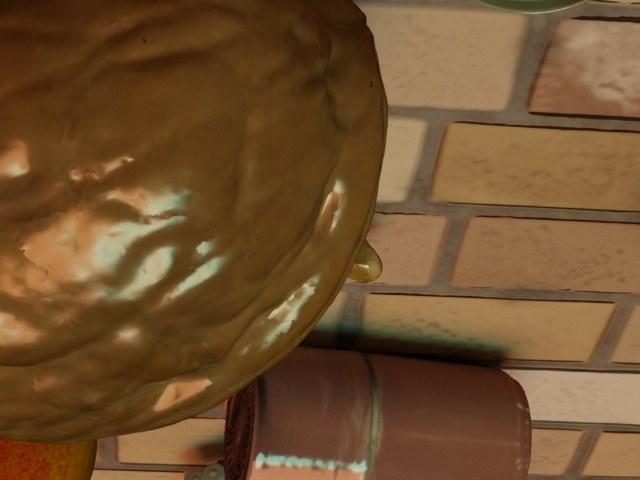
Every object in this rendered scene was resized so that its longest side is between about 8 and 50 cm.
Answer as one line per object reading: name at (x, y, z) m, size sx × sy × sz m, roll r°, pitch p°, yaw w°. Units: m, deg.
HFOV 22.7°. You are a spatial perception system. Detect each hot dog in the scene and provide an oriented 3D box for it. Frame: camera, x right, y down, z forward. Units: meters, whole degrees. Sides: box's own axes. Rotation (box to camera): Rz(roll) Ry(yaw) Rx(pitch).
hot dog at (0.000, 0.000, 1.054) m, size 0.090 × 0.034 × 0.030 m, roll 15°, pitch 158°, yaw 11°

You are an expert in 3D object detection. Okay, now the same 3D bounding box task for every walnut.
walnut at (-0.113, -0.037, 0.803) m, size 0.313 × 0.252 × 0.277 m, roll -24°, pitch 140°, yaw 16°

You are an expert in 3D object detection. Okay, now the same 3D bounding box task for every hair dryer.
hair dryer at (0.018, 0.249, 1.232) m, size 0.210 × 0.125 × 0.352 m, roll 7°, pitch 114°, yaw -13°

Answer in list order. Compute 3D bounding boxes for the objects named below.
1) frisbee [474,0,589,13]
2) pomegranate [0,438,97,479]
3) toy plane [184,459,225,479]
frisbee at (0.116, -0.159, 0.836) m, size 0.110 × 0.014 × 0.110 m, roll -1°, pitch 147°, yaw -1°
pomegranate at (-0.237, 0.113, 1.070) m, size 0.256 × 0.221 × 0.221 m, roll -27°, pitch 151°, yaw -19°
toy plane at (-0.030, 0.223, 1.317) m, size 0.174 × 0.080 × 0.174 m, roll 4°, pitch 133°, yaw 4°
